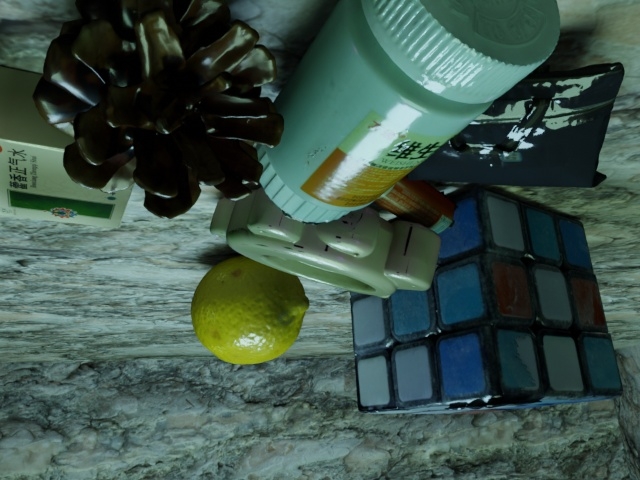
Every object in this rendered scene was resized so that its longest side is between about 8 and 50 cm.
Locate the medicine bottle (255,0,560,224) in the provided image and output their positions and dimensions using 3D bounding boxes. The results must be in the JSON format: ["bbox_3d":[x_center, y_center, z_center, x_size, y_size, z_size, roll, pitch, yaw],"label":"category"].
[{"bbox_3d":[0.052,-0.138,0.558,0.158,0.158,0.318,7,157,-25],"label":"medicine bottle"}]

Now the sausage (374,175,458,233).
[{"bbox_3d":[0.115,-0.077,0.868,0.083,0.083,0.264,-17,155,33],"label":"sausage"}]

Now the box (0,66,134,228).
[{"bbox_3d":[-0.314,-0.101,0.709,0.168,0.095,0.212,9,157,-23],"label":"box"}]

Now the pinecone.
[{"bbox_3d":[-0.143,-0.119,0.534,0.202,0.201,0.229,-38,142,-24],"label":"pinecone"}]

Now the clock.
[{"bbox_3d":[0.000,0.000,0.926,0.309,0.114,0.284,21,170,-27],"label":"clock"}]

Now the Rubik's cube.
[{"bbox_3d":[0.291,0.138,1.095,0.363,0.359,0.362,8,156,-34],"label":"Rubik's cube"}]

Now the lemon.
[{"bbox_3d":[-0.143,0.139,1.206,0.228,0.228,0.253,16,147,-43],"label":"lemon"}]

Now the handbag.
[{"bbox_3d":[0.206,-0.131,0.686,0.254,0.089,0.211,3,155,22],"label":"handbag"}]
